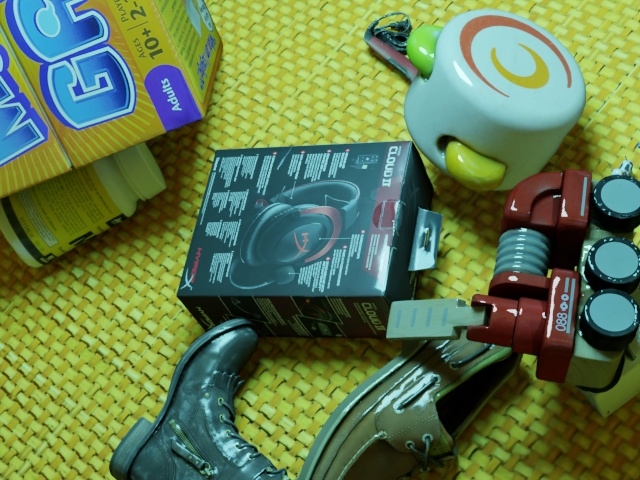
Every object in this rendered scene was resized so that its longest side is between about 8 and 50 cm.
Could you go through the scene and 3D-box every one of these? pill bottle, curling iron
[{"bbox_3d":[-0.319,-0.061,1.742,0.209,0.119,0.119,-29,52,3],"label":"pill bottle"},{"bbox_3d":[0.147,-0.218,1.707,0.068,0.035,0.274,-37,52,-4],"label":"curling iron"}]

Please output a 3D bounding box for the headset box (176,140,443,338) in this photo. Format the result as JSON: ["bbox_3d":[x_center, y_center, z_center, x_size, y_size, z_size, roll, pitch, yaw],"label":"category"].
[{"bbox_3d":[0.000,0.000,1.573,0.293,0.110,0.218,-2,58,22],"label":"headset box"}]

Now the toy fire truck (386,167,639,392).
[{"bbox_3d":[0.200,0.040,1.362,0.246,0.158,0.217,9,57,7],"label":"toy fire truck"}]

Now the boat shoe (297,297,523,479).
[{"bbox_3d":[0.096,0.196,1.401,0.104,0.110,0.307,29,72,36],"label":"boat shoe"}]

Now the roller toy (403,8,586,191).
[{"bbox_3d":[0.203,-0.159,1.543,0.191,0.146,0.209,-11,58,-32],"label":"roller toy"}]

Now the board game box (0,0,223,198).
[{"bbox_3d":[-0.366,-0.302,1.692,0.356,0.356,0.356,-21,21,8],"label":"board game box"}]

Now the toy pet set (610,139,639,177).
[{"bbox_3d":[0.397,-0.087,1.496,0.122,0.065,0.114,11,63,28],"label":"toy pet set"}]

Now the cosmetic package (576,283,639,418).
[{"bbox_3d":[0.364,0.077,1.402,0.239,0.060,0.099,-36,53,-3],"label":"cosmetic package"}]

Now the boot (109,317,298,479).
[{"bbox_3d":[-0.089,0.239,1.478,0.229,0.091,0.263,30,77,29],"label":"boot"}]
